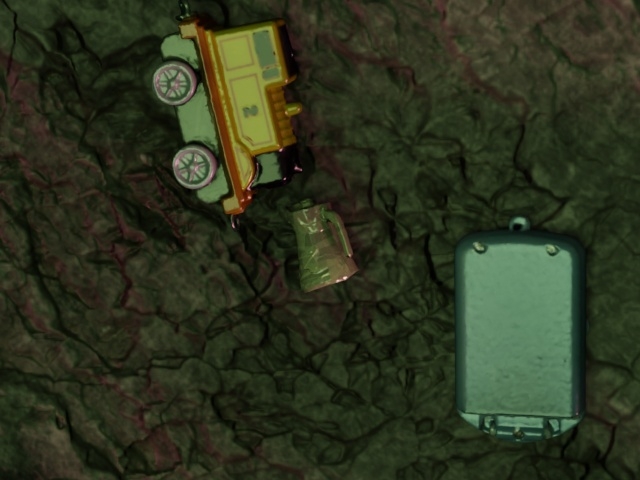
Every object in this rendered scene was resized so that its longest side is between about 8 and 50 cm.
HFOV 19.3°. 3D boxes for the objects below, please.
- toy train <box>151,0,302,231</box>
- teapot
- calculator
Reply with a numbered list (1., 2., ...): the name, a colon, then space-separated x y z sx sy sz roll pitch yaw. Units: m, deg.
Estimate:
1. toy train: -0.077 -0.119 1.697 0.127 0.089 0.219 -12 97 8
2. teapot: 0.000 0.000 1.714 0.067 0.057 0.083 -21 88 46
3. calculator: 0.179 0.080 1.687 0.121 0.039 0.210 1 101 15
